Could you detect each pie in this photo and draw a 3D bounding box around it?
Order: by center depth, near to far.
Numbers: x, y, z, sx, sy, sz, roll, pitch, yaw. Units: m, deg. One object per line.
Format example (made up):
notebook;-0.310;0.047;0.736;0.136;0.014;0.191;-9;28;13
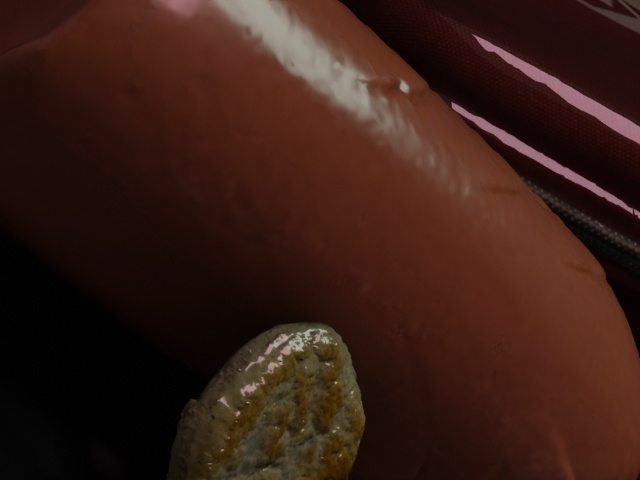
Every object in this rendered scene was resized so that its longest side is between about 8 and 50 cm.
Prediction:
pie;-0.017;0.064;0.543;0.017;0.085;0.085;19;-5;37

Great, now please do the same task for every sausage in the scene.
sausage;0.001;0.000;0.617;0.304;0.121;0.121;41;22;-38

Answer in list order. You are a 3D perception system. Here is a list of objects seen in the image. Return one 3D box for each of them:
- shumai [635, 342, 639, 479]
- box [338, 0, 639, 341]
shumai;0.155;0.074;0.918;0.087;0.099;0.124;67;27;-13
box;0.101;-0.088;0.948;0.263;0.108;0.404;29;21;-4
